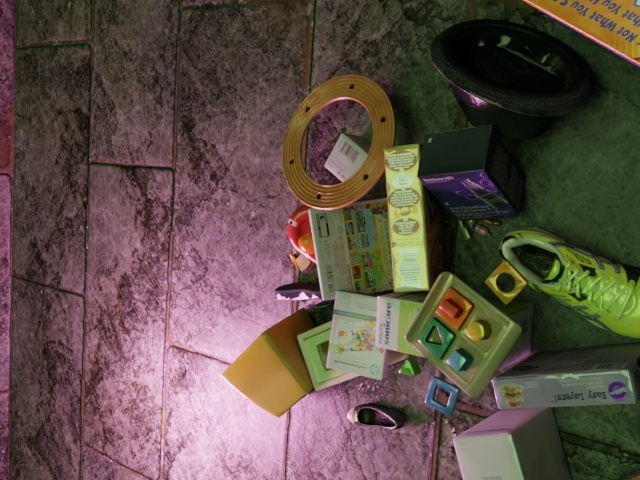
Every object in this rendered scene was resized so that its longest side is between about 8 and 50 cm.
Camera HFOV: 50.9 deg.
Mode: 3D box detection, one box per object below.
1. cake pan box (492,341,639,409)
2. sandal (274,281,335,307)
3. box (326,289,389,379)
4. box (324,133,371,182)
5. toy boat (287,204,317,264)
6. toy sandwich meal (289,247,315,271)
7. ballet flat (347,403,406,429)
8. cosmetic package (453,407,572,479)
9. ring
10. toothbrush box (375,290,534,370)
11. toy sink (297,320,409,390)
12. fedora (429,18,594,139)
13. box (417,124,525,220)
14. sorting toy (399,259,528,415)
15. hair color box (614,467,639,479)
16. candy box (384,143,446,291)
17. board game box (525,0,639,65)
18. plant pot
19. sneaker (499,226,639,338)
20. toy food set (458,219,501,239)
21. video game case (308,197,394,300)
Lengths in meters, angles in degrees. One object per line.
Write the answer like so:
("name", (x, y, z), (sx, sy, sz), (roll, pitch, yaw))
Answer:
("cake pan box", (0.502, 0.256, 1.291), (0.266, 0.245, 0.070), (-14, 88, 36))
("sandal", (-0.015, 0.145, 1.784), (0.254, 0.097, 0.055), (-4, 103, 47))
("box", (0.095, 0.219, 1.576), (0.145, 0.038, 0.186), (9, 92, 26))
("box", (0.086, -0.198, 1.679), (0.101, 0.087, 0.102), (44, 118, 28))
("toy boat", (0.000, 0.000, 1.718), (0.231, 0.151, 0.151), (35, 113, 30))
("toy sandwich meal", (-0.049, 0.046, 1.835), (0.085, 0.029, 0.086), (3, 94, 37))
("ballet flat", (0.137, 0.446, 1.703), (0.173, 0.049, 0.058), (-7, 87, 38))
("cosmetic package", (0.407, 0.483, 1.388), (0.138, 0.224, 0.224), (-19, 81, 39))
("ring", (0.043, -0.236, 1.631), (0.336, 0.032, 0.337), (-11, 72, 36))
("toothbrush box", (0.293, 0.186, 1.470), (0.283, 0.206, 0.122), (5, 96, 38))
("toy sink", (0.078, 0.265, 1.686), (0.234, 0.131, 0.153), (-27, 77, 35))
("fedora", (0.375, -0.313, 1.380), (0.334, 0.334, 0.153), (40, 145, 29))
("box", (0.321, -0.137, 1.417), (0.153, 0.207, 0.108), (-3, 63, 38))
("sorting toy", (0.272, 0.184, 1.326), (0.196, 0.047, 0.348), (38, 114, 30))
("hair color box", (0.617, 0.486, 1.324), (0.141, 0.072, 0.043), (-43, 68, 32))
("candy box", (0.218, -0.049, 1.520), (0.087, 0.183, 0.317), (-3, 91, 22))
("board game box", (0.586, -0.476, 1.109), (0.356, 0.356, 0.356), (42, 117, 27))
("plant pot", (-0.095, 0.337, 1.791), (0.187, 0.212, 0.212), (49, 120, 10))
("sneaker", (0.521, 0.093, 1.327), (0.384, 0.147, 0.145), (26, 106, 32))
("toy food set", (0.374, -0.051, 1.513), (0.122, 0.019, 0.078), (-28, 76, 27))
("video game case", (0.088, 0.020, 1.648), (0.206, 0.026, 0.227), (-9, 86, -7))
